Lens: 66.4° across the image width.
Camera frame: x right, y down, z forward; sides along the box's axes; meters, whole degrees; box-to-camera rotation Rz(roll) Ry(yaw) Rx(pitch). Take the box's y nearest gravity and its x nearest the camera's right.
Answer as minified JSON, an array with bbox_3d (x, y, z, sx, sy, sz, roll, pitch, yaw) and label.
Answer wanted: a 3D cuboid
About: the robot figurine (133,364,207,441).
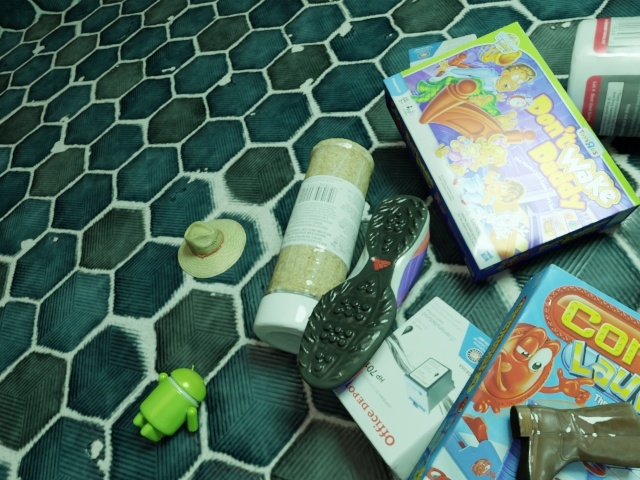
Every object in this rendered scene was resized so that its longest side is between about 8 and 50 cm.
[{"bbox_3d":[-0.221,0.242,0.734,0.101,0.067,0.115,29,69,39],"label":"robot figurine"}]

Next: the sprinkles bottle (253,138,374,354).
[{"bbox_3d":[0.000,0.000,0.791,0.121,0.121,0.356,2,57,22],"label":"sprinkles bottle"}]

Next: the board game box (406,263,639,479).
[{"bbox_3d":[0.277,0.233,0.469,0.308,0.086,0.302,33,76,15],"label":"board game box"}]

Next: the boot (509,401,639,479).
[{"bbox_3d":[0.230,0.195,0.424,0.114,0.037,0.107,1,71,0],"label":"boot"}]

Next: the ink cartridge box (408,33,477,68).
[{"bbox_3d":[0.244,-0.278,0.926,0.134,0.078,0.231,-8,54,16],"label":"ink cartridge box"}]

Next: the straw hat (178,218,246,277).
[{"bbox_3d":[-0.218,-0.003,0.914,0.144,0.061,0.145,-10,52,14],"label":"straw hat"}]

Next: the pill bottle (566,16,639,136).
[{"bbox_3d":[0.543,-0.240,0.723,0.318,0.176,0.176,9,59,26],"label":"pill bottle"}]

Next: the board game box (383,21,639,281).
[{"bbox_3d":[0.272,-0.143,0.755,0.233,0.078,0.347,-23,69,3],"label":"board game box"}]

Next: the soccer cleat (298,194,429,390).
[{"bbox_3d":[0.078,0.080,0.686,0.108,0.116,0.318,11,54,29],"label":"soccer cleat"}]

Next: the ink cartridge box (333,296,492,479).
[{"bbox_3d":[0.131,0.186,0.620,0.190,0.082,0.139,-37,39,-10],"label":"ink cartridge box"}]
